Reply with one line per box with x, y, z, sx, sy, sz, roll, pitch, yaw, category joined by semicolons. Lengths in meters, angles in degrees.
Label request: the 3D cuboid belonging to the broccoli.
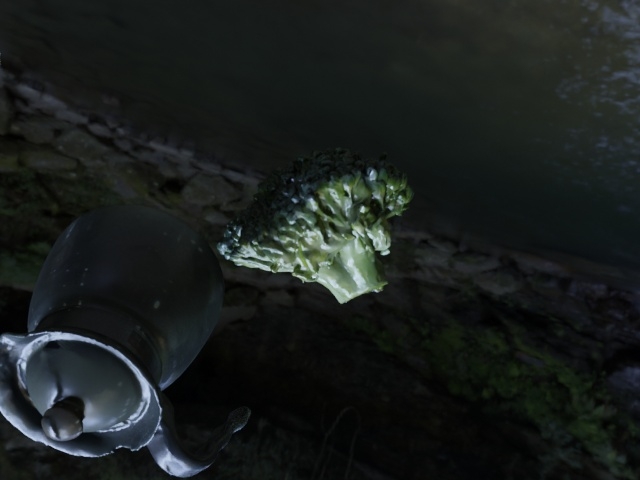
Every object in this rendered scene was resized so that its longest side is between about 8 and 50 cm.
0.000;0.000;0.973;0.245;0.248;0.288;58;154;-6;broccoli

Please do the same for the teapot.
-0.235;0.146;0.787;0.223;0.305;0.285;-9;-151;12;teapot
